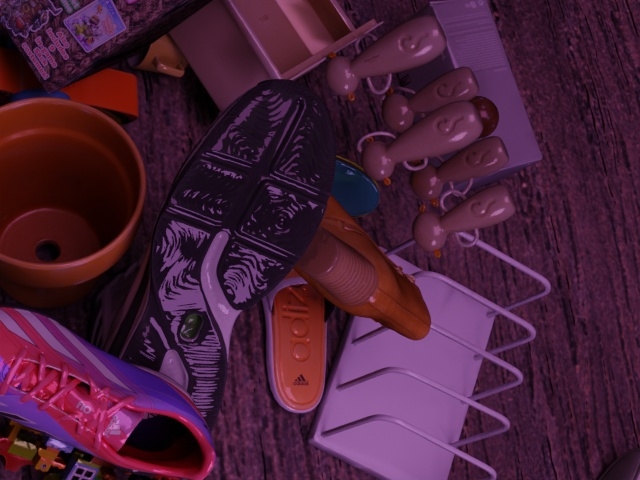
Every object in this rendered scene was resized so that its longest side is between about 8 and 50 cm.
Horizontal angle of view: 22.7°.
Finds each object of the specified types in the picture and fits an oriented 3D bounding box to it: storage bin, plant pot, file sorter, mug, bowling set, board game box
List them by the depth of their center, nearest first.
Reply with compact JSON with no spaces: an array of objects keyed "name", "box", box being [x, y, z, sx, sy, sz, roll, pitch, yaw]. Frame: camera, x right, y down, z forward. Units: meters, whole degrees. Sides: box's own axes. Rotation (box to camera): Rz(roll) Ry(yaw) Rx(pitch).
[{"name":"board game box","box":[-0.180,-0.312,1.727,0.141,0.291,0.232,57,26,-5]},{"name":"plant pot","box":[-0.297,-0.020,1.732,0.205,0.188,0.205,4,62,-8]},{"name":"mug","box":[-0.194,-0.225,1.950,0.064,0.062,0.078,17,59,-34]},{"name":"bowling set","box":[0.138,-0.117,1.952,0.287,0.154,0.200,69,17,10]},{"name":"file sorter","box":[0.142,0.151,1.959,0.193,0.173,0.277,29,63,-19]},{"name":"storage bin","box":[-0.084,-0.319,1.975,0.262,0.123,0.260,56,42,-3]}]

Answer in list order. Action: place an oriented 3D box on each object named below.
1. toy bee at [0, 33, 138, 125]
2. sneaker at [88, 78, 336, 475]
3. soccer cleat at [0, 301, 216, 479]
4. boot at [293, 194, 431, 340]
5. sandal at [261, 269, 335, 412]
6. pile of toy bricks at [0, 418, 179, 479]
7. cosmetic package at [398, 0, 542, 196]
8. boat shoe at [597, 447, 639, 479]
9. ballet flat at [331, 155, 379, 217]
[{"name":"toy bee","box":[-0.356,-0.189,1.811,0.298,0.162,0.195,42,47,-41]},{"name":"sneaker","box":[-0.154,0.009,1.751,0.169,0.257,0.447,22,98,-27]},{"name":"soccer cleat","box":[-0.237,0.149,1.536,0.318,0.116,0.108,27,95,-34]},{"name":"boot","box":[0.001,0.000,1.869,0.104,0.295,0.211,-45,138,6]},{"name":"sandal","box":[-0.017,0.075,1.947,0.102,0.076,0.265,2,73,-29]},{"name":"pile of toy bricks","box":[-0.255,0.268,1.751,0.212,0.118,0.105,26,102,-32]},{"name":"cosmetic package","box":[0.189,-0.190,2.118,0.107,0.127,0.237,-11,79,-32]},{"name":"boat shoe","box":[0.382,0.377,2.084,0.069,0.081,0.227,41,67,-16]},{"name":"ballet flat","box":[-0.038,-0.082,1.984,0.231,0.077,0.077,10,99,-24]}]
